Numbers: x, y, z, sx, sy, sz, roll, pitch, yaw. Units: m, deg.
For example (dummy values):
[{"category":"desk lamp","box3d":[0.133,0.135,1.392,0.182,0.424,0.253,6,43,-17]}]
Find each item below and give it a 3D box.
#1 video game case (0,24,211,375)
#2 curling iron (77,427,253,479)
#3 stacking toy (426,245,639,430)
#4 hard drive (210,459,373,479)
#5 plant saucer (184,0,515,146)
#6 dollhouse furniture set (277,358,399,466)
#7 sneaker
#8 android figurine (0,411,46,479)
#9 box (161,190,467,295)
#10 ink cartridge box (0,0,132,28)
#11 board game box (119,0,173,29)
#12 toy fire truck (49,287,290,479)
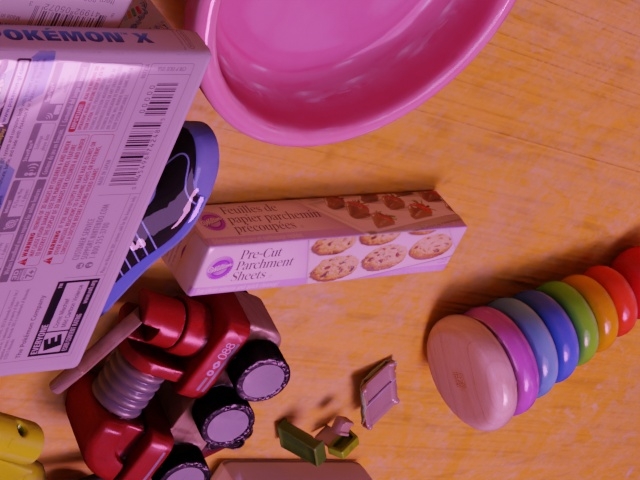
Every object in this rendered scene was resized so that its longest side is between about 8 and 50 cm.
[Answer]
[{"category":"video game case","box3d":[-0.262,-0.017,1.198,0.300,0.036,0.329,-4,135,-39]},{"category":"curling iron","box3d":[-0.183,0.230,1.726,0.274,0.035,0.068,-17,138,-36]},{"category":"stacking toy","box3d":[0.292,0.100,1.937,0.330,0.141,0.141,-23,142,-27]},{"category":"hard drive","box3d":[-0.114,0.403,1.990,0.233,0.047,0.353,8,125,-46]},{"category":"plant saucer","box3d":[0.028,-0.230,1.371,0.332,0.084,0.332,-23,141,-19]},{"category":"dollhouse furniture set","box3d":[0.023,0.194,1.895,0.152,0.058,0.076,-41,142,-29]},{"category":"sneaker","box3d":[-0.182,-0.014,1.432,0.232,0.081,0.090,-51,150,20]},{"category":"android figurine","box3d":[-0.378,0.205,1.486,0.248,0.056,0.273,-24,152,18]},{"category":"box","box3d":[0.000,0.000,1.621,0.324,0.063,0.067,-4,132,-38]},{"category":"ink cartridge box","box3d":[-0.271,-0.148,1.173,0.207,0.117,0.283,3,129,-43]},{"category":"board game box","box3d":[-0.167,-0.158,1.276,0.090,0.090,0.020,-34,147,-4]},{"category":"toy fire truck","box3d":[-0.177,0.137,1.568,0.246,0.158,0.217,21,116,-38]}]
